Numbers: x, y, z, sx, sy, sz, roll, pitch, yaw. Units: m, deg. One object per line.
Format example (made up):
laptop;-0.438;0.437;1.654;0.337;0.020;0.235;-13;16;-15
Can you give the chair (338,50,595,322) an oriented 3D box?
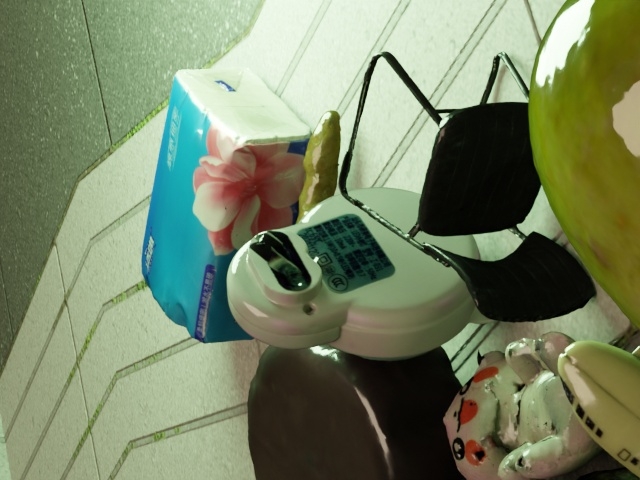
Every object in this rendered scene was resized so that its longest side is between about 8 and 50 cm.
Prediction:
chair;0.136;-0.049;1.221;0.221;0.140;0.145;50;135;45

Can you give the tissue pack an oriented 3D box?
tissue pack;-0.118;-0.043;1.697;0.209;0.137;0.270;51;137;50

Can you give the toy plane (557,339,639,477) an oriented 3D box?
toy plane;0.257;0.147;0.942;0.092;0.229;0.244;-44;86;10

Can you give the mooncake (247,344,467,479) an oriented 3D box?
mooncake;0.049;0.210;1.410;0.283;0.141;0.283;29;126;51

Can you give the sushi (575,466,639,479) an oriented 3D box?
sushi;0.166;0.310;1.169;0.350;0.170;0.211;-52;50;52

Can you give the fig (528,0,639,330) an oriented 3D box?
fig;0.264;-0.033;0.864;0.258;0.258;0.326;-17;91;61

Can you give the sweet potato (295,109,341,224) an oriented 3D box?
sweet potato;0.000;-0.002;1.551;0.074;0.074;0.270;0;85;62

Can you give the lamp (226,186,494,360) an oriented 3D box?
lamp;0.034;0.041;1.310;0.179;0.246;0.108;-124;31;-45

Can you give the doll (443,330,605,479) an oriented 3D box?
doll;0.173;0.147;1.217;0.192;0.095;0.149;-27;52;59
